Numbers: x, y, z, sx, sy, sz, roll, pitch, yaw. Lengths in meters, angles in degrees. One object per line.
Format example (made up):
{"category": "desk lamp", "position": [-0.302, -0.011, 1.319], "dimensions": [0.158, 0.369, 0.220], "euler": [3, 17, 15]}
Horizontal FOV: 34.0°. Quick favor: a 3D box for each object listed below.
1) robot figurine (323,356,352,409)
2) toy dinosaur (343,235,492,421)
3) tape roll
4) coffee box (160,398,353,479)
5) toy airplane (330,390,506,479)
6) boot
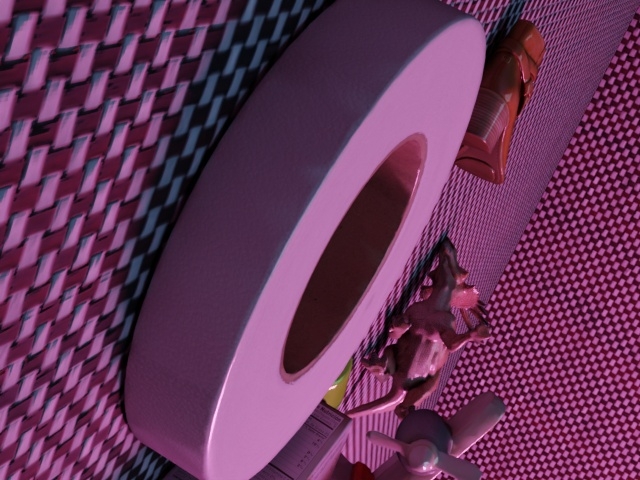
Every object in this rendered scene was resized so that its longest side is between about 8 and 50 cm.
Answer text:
{"category": "robot figurine", "position": [-0.006, 0.130, 1.010], "dimensions": [0.115, 0.067, 0.101], "euler": [100, 11, -53]}
{"category": "toy dinosaur", "position": [0.149, 0.154, 1.503], "dimensions": [0.296, 0.127, 0.200], "euler": [-57, 173, 9]}
{"category": "tape roll", "position": [0.000, 0.000, 0.775], "dimensions": [0.392, 0.072, 0.392], "euler": [-55, 165, -22]}
{"category": "coffee box", "position": [-0.082, 0.243, 0.899], "dimensions": [0.246, 0.098, 0.141], "euler": [-43, 158, -51]}
{"category": "toy airplane", "position": [0.021, 0.345, 1.232], "dimensions": [0.384, 0.272, 0.386], "euler": [-16, -139, 53]}
{"category": "boot", "position": [0.213, -0.155, 1.218], "dimensions": [0.152, 0.073, 0.197], "euler": [-63, 169, -10]}
